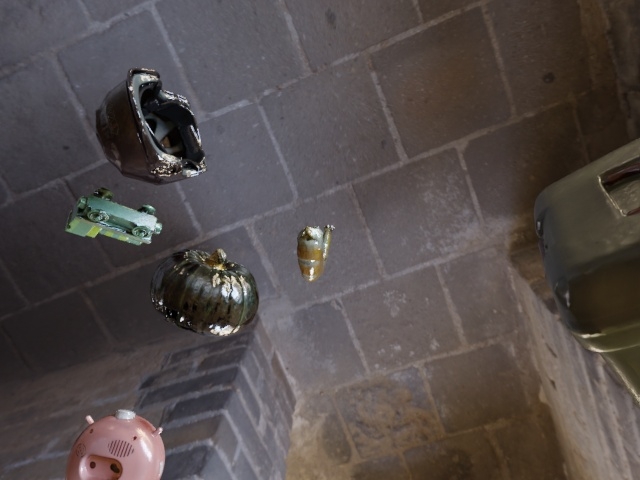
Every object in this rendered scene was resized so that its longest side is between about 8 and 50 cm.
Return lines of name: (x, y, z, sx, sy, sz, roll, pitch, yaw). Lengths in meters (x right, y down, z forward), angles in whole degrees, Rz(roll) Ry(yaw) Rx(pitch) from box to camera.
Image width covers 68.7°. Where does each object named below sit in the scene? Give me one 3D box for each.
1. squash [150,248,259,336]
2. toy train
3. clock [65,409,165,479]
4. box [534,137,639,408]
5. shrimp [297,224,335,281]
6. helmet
squash: (-0.207, 0.093, 0.848, 0.193, 0.193, 0.155, 0, 86, 1)
toy train: (-0.499, -0.047, 1.144, 0.200, 0.083, 0.132, 26, 135, -37)
clock: (-0.495, 0.534, 1.124, 0.227, 0.142, 0.241, 8, 81, 6)
box: (0.252, 0.013, 0.345, 0.148, 0.210, 0.129, -32, 99, 30)
shrimp: (0.000, 0.000, 0.938, 0.049, 0.166, 0.161, 13, 135, 15)
helmet: (-0.389, -0.232, 1.026, 0.177, 0.305, 0.224, -17, 78, 13)
